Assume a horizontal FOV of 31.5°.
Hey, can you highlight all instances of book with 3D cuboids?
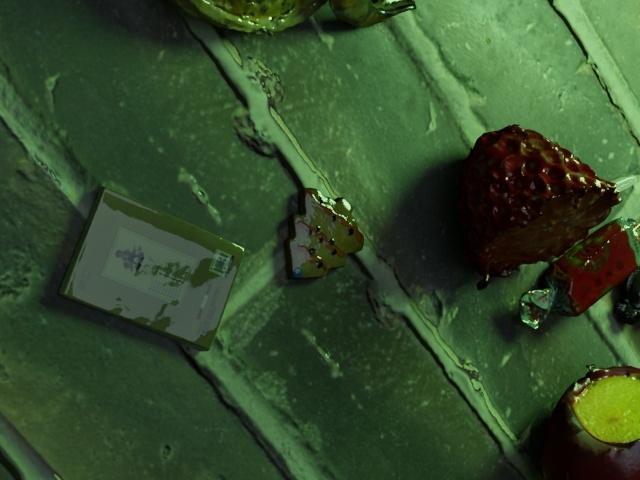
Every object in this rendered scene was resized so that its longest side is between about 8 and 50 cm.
[{"bbox_3d":[-0.196,0.036,1.350,0.199,0.016,0.138,25,77,-27],"label":"book"}]

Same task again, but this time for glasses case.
[{"bbox_3d":[0.438,-0.080,1.696,0.083,0.032,0.021,-23,97,-26],"label":"glasses case"}]

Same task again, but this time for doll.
[{"bbox_3d":[0.523,0.079,1.730,0.165,0.057,0.139,-41,110,-14],"label":"doll"}]

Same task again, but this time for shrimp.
[{"bbox_3d":[0.098,-0.341,1.471,0.254,0.059,0.145,-18,134,-53],"label":"shrimp"}]

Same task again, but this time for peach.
[{"bbox_3d":[0.412,0.274,1.586,0.196,0.190,0.226,31,81,-16],"label":"peach"}]

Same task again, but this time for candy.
[{"bbox_3d":[0.396,0.041,1.656,0.292,0.059,0.086,-34,106,-24],"label":"candy"}]

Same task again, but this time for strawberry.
[{"bbox_3d":[0.274,-0.063,1.550,0.234,0.234,0.178,-10,63,-29],"label":"strawberry"}]

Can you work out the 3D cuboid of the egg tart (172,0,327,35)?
[{"bbox_3d":[-0.074,-0.417,1.361,0.341,0.132,0.341,2,87,-30],"label":"egg tart"}]

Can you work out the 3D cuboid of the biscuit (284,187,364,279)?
[{"bbox_3d":[0.000,0.000,1.458,0.119,0.019,0.130,41,71,-22],"label":"biscuit"}]
